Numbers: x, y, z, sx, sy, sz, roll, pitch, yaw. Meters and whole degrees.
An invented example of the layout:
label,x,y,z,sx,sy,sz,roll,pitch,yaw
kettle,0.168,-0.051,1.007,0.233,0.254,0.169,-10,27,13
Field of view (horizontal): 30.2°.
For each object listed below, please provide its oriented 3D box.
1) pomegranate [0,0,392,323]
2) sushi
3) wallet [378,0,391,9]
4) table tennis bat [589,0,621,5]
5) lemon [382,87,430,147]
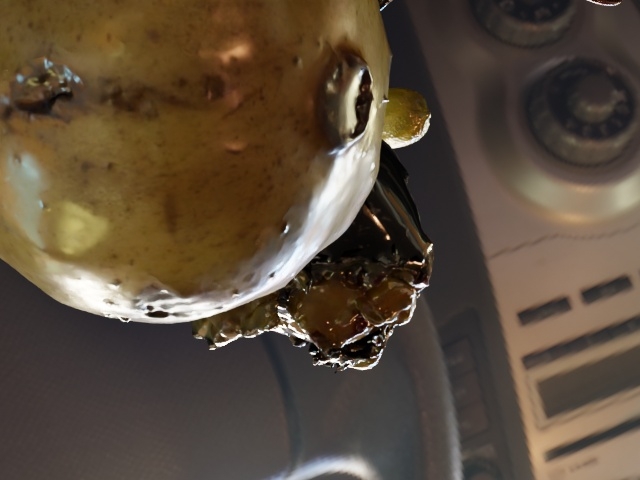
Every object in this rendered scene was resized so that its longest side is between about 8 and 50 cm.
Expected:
label,x,y,z,sx,sy,sz,roll,pitch,yaw
pomegranate,-0.089,-0.095,0.681,0.281,0.281,0.281,-18,151,-11
sushi,-0.001,0.007,0.970,0.204,0.200,0.213,16,165,-36
wallet,0.051,-0.403,1.632,0.122,0.232,0.031,-40,140,-1
table tennis bat,0.297,-0.322,1.437,0.155,0.098,0.019,17,125,-12
lemon,0.102,-0.165,1.588,0.111,0.082,0.082,-10,163,36
